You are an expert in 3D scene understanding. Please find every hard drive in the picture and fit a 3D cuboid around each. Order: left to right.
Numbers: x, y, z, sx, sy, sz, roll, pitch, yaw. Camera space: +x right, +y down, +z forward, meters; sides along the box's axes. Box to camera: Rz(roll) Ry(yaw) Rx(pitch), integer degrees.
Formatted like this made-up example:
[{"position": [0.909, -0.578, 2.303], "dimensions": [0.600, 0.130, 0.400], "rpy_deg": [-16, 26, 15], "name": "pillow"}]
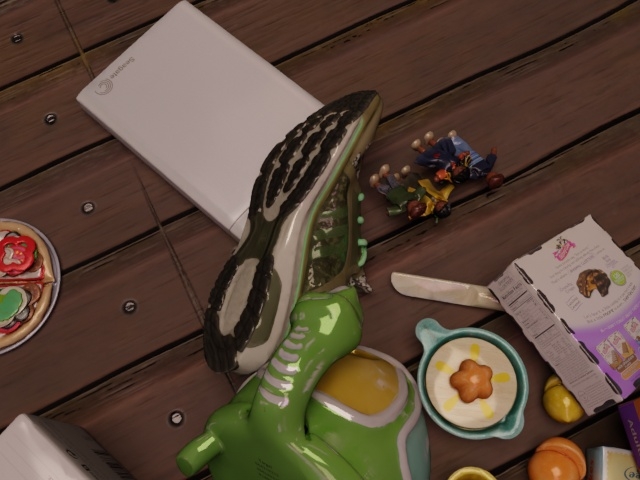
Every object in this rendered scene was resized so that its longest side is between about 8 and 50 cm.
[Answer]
[{"position": [-0.155, -0.179, 0.991], "dimensions": [0.353, 0.047, 0.233], "rpy_deg": [39, 77, 15], "name": "hard drive"}]

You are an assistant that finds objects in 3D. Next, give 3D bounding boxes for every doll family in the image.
[{"position": [0.167, -0.084, 0.927], "dimensions": [0.193, 0.076, 0.111], "rpy_deg": [-41, 54, -6], "name": "doll family"}]

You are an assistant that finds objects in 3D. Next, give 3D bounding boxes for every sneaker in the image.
[{"position": [0.000, 0.000, 0.877], "dimensions": [0.158, 0.182, 0.410], "rpy_deg": [10, 73, 53], "name": "sneaker"}]

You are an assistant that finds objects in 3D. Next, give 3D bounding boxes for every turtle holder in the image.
[{"position": [-0.007, 0.209, 0.723], "dimensions": [0.227, 0.243, 0.320], "rpy_deg": [-43, 111, -39], "name": "turtle holder"}]

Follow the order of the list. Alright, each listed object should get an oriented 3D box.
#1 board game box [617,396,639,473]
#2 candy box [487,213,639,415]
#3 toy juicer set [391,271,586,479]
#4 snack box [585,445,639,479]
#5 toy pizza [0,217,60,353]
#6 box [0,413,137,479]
[{"position": [0.549, 0.256, 0.575], "dimensions": [0.356, 0.356, 0.356], "rpy_deg": [-10, 68, -3], "name": "board game box"}, {"position": [0.334, 0.086, 0.835], "dimensions": [0.164, 0.070, 0.196], "rpy_deg": [-25, 70, -30], "name": "candy box"}, {"position": [0.221, 0.167, 0.828], "dimensions": [0.209, 0.089, 0.329], "rpy_deg": [-10, 70, -1], "name": "toy juicer set"}, {"position": [0.471, 0.355, 0.764], "dimensions": [0.321, 0.060, 0.187], "rpy_deg": [8, 69, 5], "name": "snack box"}, {"position": [-0.461, 0.060, 0.926], "dimensions": [0.201, 0.032, 0.201], "rpy_deg": [-1, 70, 2], "name": "toy pizza"}, {"position": [-0.280, 0.303, 0.752], "dimensions": [0.181, 0.182, 0.119], "rpy_deg": [37, 75, 14], "name": "box"}]
